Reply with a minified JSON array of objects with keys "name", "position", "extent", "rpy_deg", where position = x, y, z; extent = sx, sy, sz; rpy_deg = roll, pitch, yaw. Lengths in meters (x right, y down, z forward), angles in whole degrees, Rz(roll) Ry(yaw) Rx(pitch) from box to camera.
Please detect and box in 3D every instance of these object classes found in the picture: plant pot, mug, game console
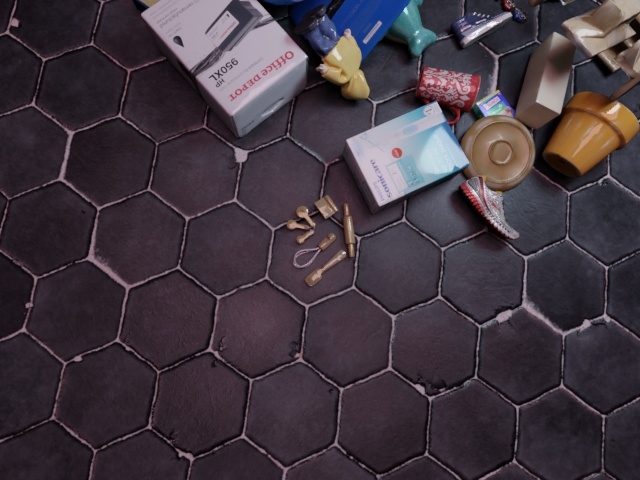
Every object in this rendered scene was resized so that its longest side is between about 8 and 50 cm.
[{"name":"plant pot","position":[0.778,-0.298,1.250],"extent":[0.205,0.205,0.188],"rpy_deg":[38,96,3]},{"name":"mug","position":[0.381,-0.449,1.283],"extent":[0.169,0.113,0.150],"rpy_deg":[15,79,2]},{"name":"plant pot","position":[0.543,-0.266,1.278],"extent":[0.236,0.032,0.236],"rpy_deg":[0,94,-1]},{"name":"game console","position":[0.081,-0.708,1.266],"extent":[0.250,0.173,0.293],"rpy_deg":[31,123,-23]}]

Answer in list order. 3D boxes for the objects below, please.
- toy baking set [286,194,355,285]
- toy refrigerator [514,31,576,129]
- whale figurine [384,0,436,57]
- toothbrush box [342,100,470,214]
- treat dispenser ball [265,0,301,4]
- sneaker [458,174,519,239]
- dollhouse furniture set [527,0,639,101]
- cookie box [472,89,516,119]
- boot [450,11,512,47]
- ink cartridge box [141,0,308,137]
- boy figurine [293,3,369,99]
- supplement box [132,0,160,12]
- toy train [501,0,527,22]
[{"name":"toy baking set","position":[0.007,-0.002,1.234],"extent":[0.196,0.030,0.256],"rpy_deg":[-10,82,-2]},{"name":"toy refrigerator","position":[0.693,-0.487,1.290],"extent":[0.094,0.102,0.270],"rpy_deg":[23,73,-7]},{"name":"whale figurine","position":[0.243,-0.699,1.295],"extent":[0.216,0.141,0.272],"rpy_deg":[-41,86,-9]},{"name":"toothbrush box","position":[0.242,-0.239,1.234],"extent":[0.295,0.126,0.216],"rpy_deg":[-24,83,-5]},{"name":"treat dispenser ball","position":[-0.109,-0.812,1.158],"extent":[0.288,0.288,0.288],"rpy_deg":[1,81,-3]},{"name":"sneaker","position":[0.511,-0.097,1.236],"extent":[0.092,0.088,0.225],"rpy_deg":[-38,86,9]},{"name":"dollhouse furniture set","position":[0.816,-0.596,1.204],"extent":[0.394,0.256,0.362],"rpy_deg":[-29,78,-23]},{"name":"cookie box","position":[0.545,-0.401,1.319],"extent":[0.092,0.040,0.107],"rpy_deg":[-32,84,-7]},{"name":"boot","position":[0.516,-0.703,1.348],"extent":[0.190,0.069,0.086],"rpy_deg":[-30,87,-6]},{"name":"ink cartridge box","position":[-0.265,-0.551,1.229],"extent":[0.285,0.166,0.395],"rpy_deg":[-41,86,-8]},{"name":"boy figurine","position":[0.053,-0.528,1.213],"extent":[0.285,0.092,0.177],"rpy_deg":[42,67,-40]},{"name":"supplement box","position":[-0.520,-0.742,1.299],"extent":[0.083,0.056,0.083],"rpy_deg":[37,81,3]},{"name":"toy train","position":[0.622,-0.778,1.388],"extent":[0.036,0.027,0.158],"rpy_deg":[-41,85,-5]}]
